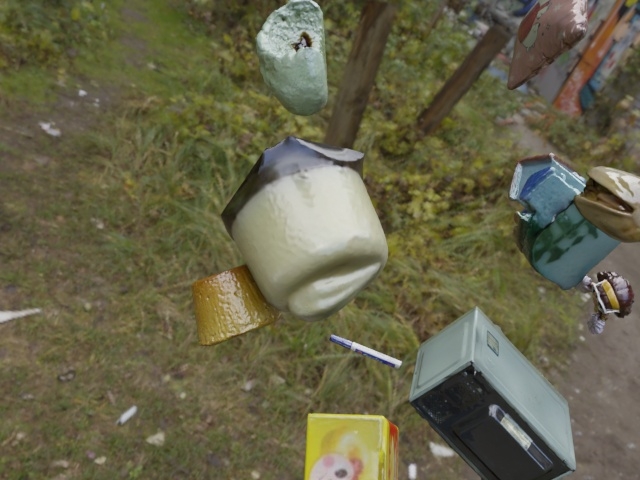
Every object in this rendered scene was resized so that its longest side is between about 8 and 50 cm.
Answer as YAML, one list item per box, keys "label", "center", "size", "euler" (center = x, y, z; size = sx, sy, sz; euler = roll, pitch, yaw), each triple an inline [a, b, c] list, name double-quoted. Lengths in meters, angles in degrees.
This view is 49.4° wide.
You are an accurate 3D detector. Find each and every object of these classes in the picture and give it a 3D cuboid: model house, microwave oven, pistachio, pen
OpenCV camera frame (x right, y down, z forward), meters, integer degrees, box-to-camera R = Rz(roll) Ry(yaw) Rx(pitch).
- label: "model house"
  center: [0.590, -0.098, 1.817]
  size: [0.295, 0.252, 0.329]
  euler: [25, 30, -38]
- label: "microwave oven"
  center: [0.394, 0.388, 1.637]
  size: [0.355, 0.218, 0.286]
  euler: [46, 27, -8]
- label: "pistachio"
  center: [0.601, -0.074, 1.403]
  size: [0.131, 0.129, 0.206]
  euler: [24, 14, -28]
- label: "pen"
  center: [0.120, 0.297, 1.858]
  size: [0.204, 0.025, 0.025]
  euler: [21, 25, 5]

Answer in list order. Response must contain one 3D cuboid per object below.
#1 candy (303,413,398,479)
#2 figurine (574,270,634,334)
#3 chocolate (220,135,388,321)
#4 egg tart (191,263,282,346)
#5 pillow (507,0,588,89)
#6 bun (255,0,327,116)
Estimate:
- label: "candy"
  center: [0.044, 0.281, 0.815]
  size: [0.088, 0.146, 0.276]
  euler: [2, -15, 9]
- label: "figurine"
  center: [0.789, 0.161, 1.925]
  size: [0.240, 0.115, 0.175]
  euler: [76, -1, -76]
- label: "chocolate"
  center: [0.000, 0.000, 1.455]
  size: [0.314, 0.326, 0.297]
  euler: [5, 40, -48]
- label: "egg tart"
  center: [-0.201, 0.140, 1.566]
  size: [0.202, 0.202, 0.147]
  euler: [-18, 88, -57]
- label: "pillow"
  center: [0.496, -0.466, 1.512]
  size: [0.084, 0.236, 0.223]
  euler: [24, 60, -15]
- label: "bun"
  center: [-0.051, -0.332, 1.272]
  size: [0.126, 0.204, 0.212]
  euler: [-6, 33, 3]
